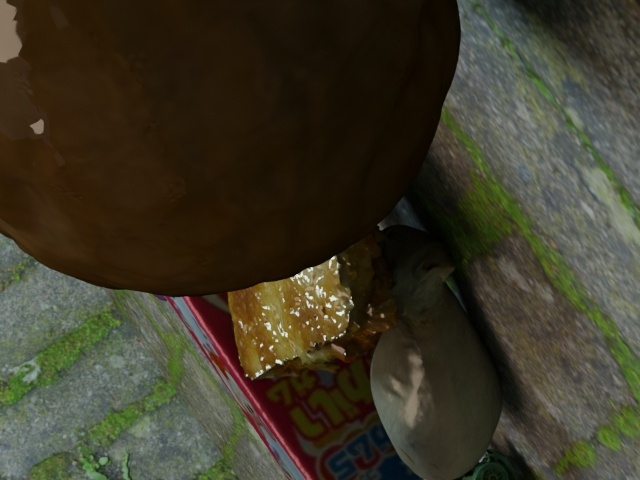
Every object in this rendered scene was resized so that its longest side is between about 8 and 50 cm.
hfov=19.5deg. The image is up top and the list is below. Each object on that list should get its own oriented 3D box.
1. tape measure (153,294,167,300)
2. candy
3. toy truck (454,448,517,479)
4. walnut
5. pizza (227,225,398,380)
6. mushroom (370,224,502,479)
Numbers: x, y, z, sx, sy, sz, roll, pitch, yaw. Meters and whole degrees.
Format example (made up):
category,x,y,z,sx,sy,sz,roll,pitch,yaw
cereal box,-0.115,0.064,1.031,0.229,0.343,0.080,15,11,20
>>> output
category,x,y,z,sx,sy,sz,roll,pitch,yaw
tape measure,-0.180,-0.059,1.885,0.245,0.149,0.231,59,165,-19
candy,-0.009,0.086,1.610,0.306,0.157,0.100,57,167,-4
toy truck,0.172,0.247,1.580,0.154,0.078,0.080,67,161,6
walnut,-0.077,-0.157,0.930,0.398,0.308,0.354,79,-174,-60
pizza,0.000,0.000,1.356,0.226,0.086,0.335,51,144,42
mushroom,0.080,0.092,1.439,0.116,0.093,0.225,33,152,33
